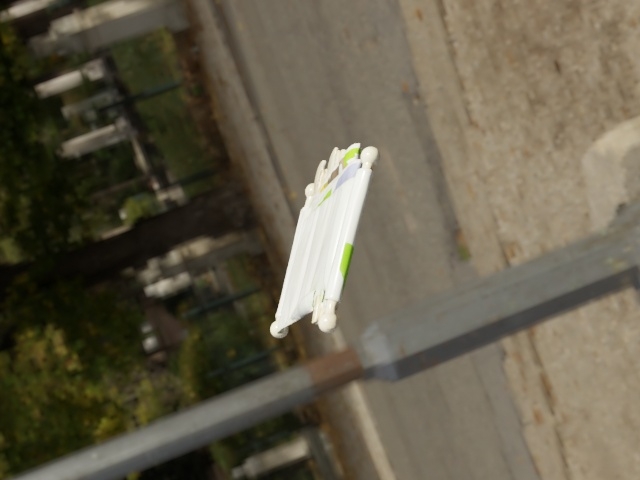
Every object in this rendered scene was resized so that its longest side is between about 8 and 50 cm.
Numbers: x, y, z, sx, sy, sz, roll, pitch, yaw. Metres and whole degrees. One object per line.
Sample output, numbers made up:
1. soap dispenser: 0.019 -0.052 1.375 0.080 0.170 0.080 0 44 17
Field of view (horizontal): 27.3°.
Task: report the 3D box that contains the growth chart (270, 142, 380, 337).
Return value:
1. growth chart: 0.000 0.000 1.089 0.237 0.021 0.172 150 137 -75
